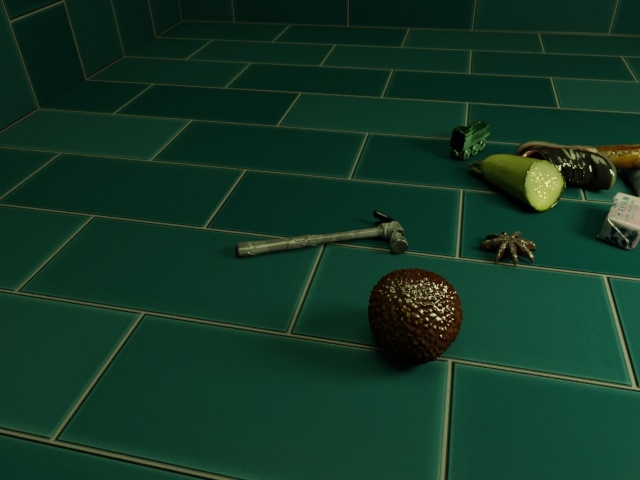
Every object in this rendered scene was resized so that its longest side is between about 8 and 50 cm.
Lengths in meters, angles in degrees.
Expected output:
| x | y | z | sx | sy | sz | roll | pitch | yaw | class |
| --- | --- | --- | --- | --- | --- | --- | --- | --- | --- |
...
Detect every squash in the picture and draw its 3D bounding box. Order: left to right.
| x | y | z | sx | sy | sz | roll | pitch | yaw | class |
| --- | --- | --- | --- | --- | --- | --- | --- | --- | --- |
| 0.540 | -0.200 | 1.570 | 0.137 | 0.137 | 0.287 | -20 | 38 | -23 | squash |

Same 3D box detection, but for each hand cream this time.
| x | y | z | sx | sy | sz | roll | pitch | yaw | class |
| --- | --- | --- | --- | --- | --- | --- | --- | --- | --- |
| 0.926 | -0.188 | 1.604 | 0.079 | 0.048 | 0.255 | 11 | 34 | 11 | hand cream |

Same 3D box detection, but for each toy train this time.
| x | y | z | sx | sy | sz | roll | pitch | yaw | class |
| --- | --- | --- | --- | --- | --- | --- | --- | --- | --- |
| 0.474 | -0.324 | 1.760 | 0.170 | 0.111 | 0.071 | -31 | 49 | -34 | toy train |

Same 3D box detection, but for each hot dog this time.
| x | y | z | sx | sy | sz | roll | pitch | yaw | class |
| --- | --- | --- | --- | --- | --- | --- | --- | --- | --- |
| 0.850 | -0.239 | 1.602 | 0.268 | 0.072 | 0.115 | 4 | 10 | 42 | hot dog |

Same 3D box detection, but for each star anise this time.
| x | y | z | sx | sy | sz | roll | pitch | yaw | class |
| --- | --- | --- | --- | --- | --- | --- | --- | --- | --- |
| 0.461 | 0.013 | 1.350 | 0.140 | 0.042 | 0.141 | -2 | 37 | 2 | star anise |

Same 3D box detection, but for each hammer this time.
| x | y | z | sx | sy | sz | roll | pitch | yaw | class |
| --- | --- | --- | --- | --- | --- | --- | --- | --- | --- |
| 0.000 | 0.001 | 1.391 | 0.426 | 0.044 | 0.152 | -8 | 35 | -8 | hammer |

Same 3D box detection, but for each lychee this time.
| x | y | z | sx | sy | sz | roll | pitch | yaw | class |
| --- | --- | --- | --- | --- | --- | --- | --- | --- | --- |
| 0.181 | 0.140 | 1.080 | 0.194 | 0.195 | 0.195 | -1 | 36 | 1 | lychee |

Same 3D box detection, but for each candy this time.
| x | y | z | sx | sy | sz | roll | pitch | yaw | class |
| --- | --- | --- | --- | --- | --- | --- | --- | --- | --- |
| 0.766 | -0.051 | 1.397 | 0.092 | 0.073 | 0.160 | 24 | 42 | 25 | candy |

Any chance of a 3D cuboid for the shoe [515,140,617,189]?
| x | y | z | sx | sy | sz | roll | pitch | yaw | class |
| --- | --- | --- | --- | --- | --- | --- | --- | --- | --- |
| 0.687 | -0.210 | 1.584 | 0.290 | 0.114 | 0.137 | 20 | 36 | 31 | shoe |
